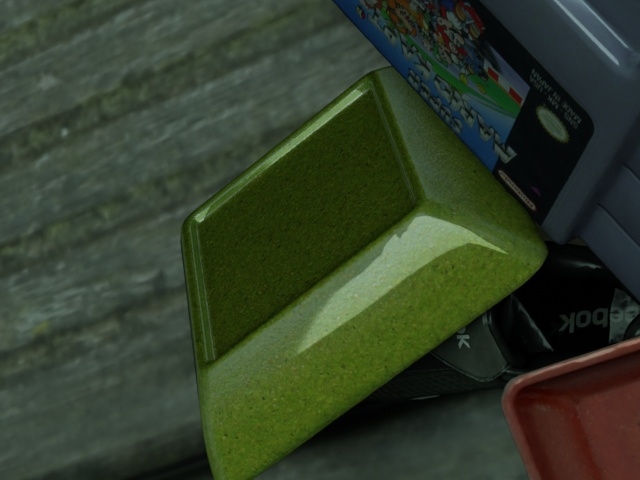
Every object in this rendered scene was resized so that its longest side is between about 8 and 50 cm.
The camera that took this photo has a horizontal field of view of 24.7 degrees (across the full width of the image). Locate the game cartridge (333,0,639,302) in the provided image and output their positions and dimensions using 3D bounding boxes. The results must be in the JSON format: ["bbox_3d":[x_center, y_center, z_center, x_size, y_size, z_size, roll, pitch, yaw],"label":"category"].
[{"bbox_3d":[0.057,-0.140,0.565,0.068,0.230,0.355,-35,74,-23],"label":"game cartridge"}]

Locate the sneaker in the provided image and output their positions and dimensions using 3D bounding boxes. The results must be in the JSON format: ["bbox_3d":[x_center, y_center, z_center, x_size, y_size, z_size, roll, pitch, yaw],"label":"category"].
[{"bbox_3d":[0.070,0.035,0.692,0.234,0.106,0.078,-4,80,23],"label":"sneaker"}]

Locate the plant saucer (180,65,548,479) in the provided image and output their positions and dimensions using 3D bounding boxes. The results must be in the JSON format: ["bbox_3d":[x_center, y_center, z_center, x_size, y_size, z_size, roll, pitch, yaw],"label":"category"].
[{"bbox_3d":[0.000,0.000,0.704,0.188,0.045,0.188,-37,32,15],"label":"plant saucer"}]

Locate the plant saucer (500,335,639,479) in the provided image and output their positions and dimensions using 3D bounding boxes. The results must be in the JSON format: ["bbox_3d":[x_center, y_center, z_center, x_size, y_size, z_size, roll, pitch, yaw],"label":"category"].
[{"bbox_3d":[0.240,0.135,0.605,0.258,0.048,0.259,-21,92,20],"label":"plant saucer"}]
